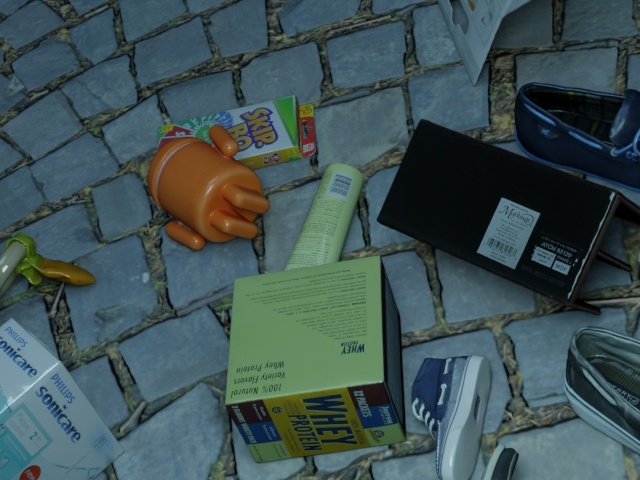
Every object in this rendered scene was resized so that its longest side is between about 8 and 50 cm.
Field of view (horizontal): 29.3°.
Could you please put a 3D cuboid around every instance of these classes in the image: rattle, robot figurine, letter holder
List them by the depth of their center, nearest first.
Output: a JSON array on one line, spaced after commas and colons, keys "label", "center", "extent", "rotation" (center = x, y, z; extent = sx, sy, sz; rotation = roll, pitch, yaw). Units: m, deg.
[{"label": "letter holder", "center": [0.270, -0.022, 1.624], "extent": [0.302, 0.214, 0.152], "rotation": [25, 94, 35]}, {"label": "robot figurine", "center": [-0.173, -0.080, 1.834], "extent": [0.128, 0.158, 0.219], "rotation": [-30, 44, -31]}, {"label": "rattle", "center": [-0.461, 0.099, 1.846], "extent": [0.200, 0.143, 0.130], "rotation": [-60, 22, -13]}]

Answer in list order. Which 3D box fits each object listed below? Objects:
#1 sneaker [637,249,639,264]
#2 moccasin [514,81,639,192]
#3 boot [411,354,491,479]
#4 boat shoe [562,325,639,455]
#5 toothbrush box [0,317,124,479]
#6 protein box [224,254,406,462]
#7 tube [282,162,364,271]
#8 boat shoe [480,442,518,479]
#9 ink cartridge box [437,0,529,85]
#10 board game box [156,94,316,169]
[{"label": "sneaker", "center": [0.485, 0.063, 1.491], "extent": [0.111, 0.103, 0.252], "rotation": [-35, 40, -7]}, {"label": "moccasin", "center": [0.419, -0.143, 1.680], "extent": [0.342, 0.117, 0.138], "rotation": [9, 53, 27]}, {"label": "boot", "center": [0.149, 0.220, 1.494], "extent": [0.086, 0.069, 0.190], "rotation": [-4, 40, 26]}, {"label": "boat shoe", "center": [0.410, 0.201, 1.369], "extent": [0.335, 0.119, 0.121], "rotation": [23, 61, 35]}, {"label": "toothbrush box", "center": [-0.426, 0.279, 1.541], "extent": [0.295, 0.216, 0.126], "rotation": [-42, 49, -20]}, {"label": "protein box", "center": [-0.003, 0.150, 1.556], "extent": [0.200, 0.136, 0.201], "rotation": [-10, 46, 11]}, {"label": "tube", "center": [0.000, 0.000, 1.753], "extent": [0.070, 0.062, 0.240], "rotation": [-37, 28, 55]}, {"label": "boat shoe", "center": [0.199, 0.336, 1.363], "extent": [0.079, 0.084, 0.233], "rotation": [11, 52, 8]}, {"label": "ink cartridge box", "center": [0.303, -0.476, 1.904], "extent": [0.091, 0.385, 0.308], "rotation": [5, 43, -18]}, {"label": "board game box", "center": [-0.136, -0.160, 1.961], "extent": [0.259, 0.039, 0.124], "rotation": [-11, 47, 7]}]
